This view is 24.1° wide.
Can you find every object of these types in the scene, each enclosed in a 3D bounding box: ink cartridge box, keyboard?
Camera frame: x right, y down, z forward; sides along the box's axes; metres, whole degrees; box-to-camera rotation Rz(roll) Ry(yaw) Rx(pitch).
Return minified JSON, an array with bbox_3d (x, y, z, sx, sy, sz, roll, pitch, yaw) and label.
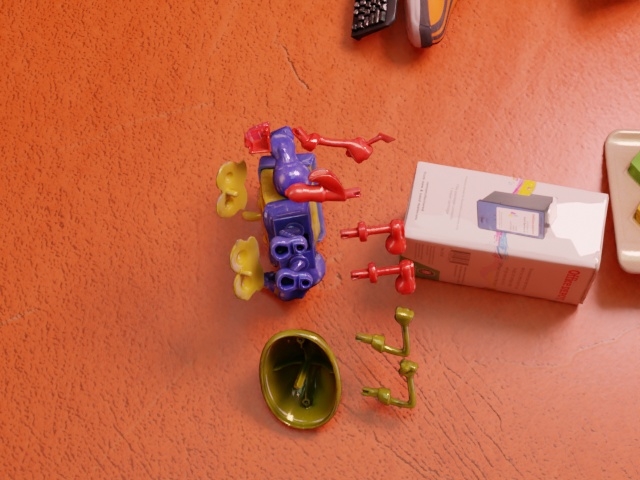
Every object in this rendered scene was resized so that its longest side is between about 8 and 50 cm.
[{"bbox_3d":[0.199,-0.004,1.656,0.212,0.154,0.093,11,73,6],"label":"ink cartridge box"},{"bbox_3d":[0.062,-0.330,1.787,0.023,0.108,0.180,15,76,-29],"label":"keyboard"}]

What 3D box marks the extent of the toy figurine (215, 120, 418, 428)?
[{"bbox_3d":[0.000,0.000,1.666,0.191,0.217,0.362,-9,118,2],"label":"toy figurine"}]

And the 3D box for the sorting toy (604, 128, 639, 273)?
[{"bbox_3d":[0.424,-0.049,1.687,0.193,0.038,0.208,2,49,2],"label":"sorting toy"}]

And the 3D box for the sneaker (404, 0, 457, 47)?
[{"bbox_3d":[0.196,-0.374,1.779,0.180,0.124,0.321,8,74,5],"label":"sneaker"}]
